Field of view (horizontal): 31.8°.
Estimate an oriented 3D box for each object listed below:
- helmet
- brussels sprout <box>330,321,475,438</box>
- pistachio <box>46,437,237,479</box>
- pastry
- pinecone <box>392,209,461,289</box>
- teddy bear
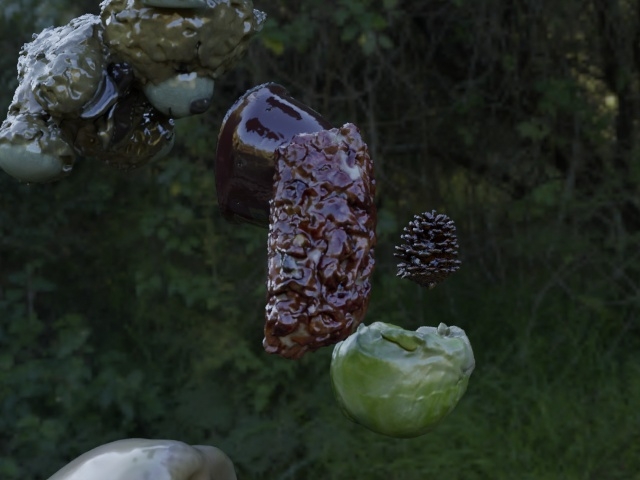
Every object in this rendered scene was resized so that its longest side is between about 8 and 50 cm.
[{"bbox_3d":[-0.027,-0.077,1.149,0.106,0.155,0.175,19,-22,26],"label":"helmet"},{"bbox_3d":[0.103,0.175,1.421,0.183,0.145,0.131,2,2,0],"label":"brussels sprout"},{"bbox_3d":[-0.197,0.265,0.553,0.445,0.281,0.365,-31,-22,-17],"label":"pistachio"},{"bbox_3d":[0.000,-0.001,0.953,0.097,0.208,0.115,1,-29,4],"label":"pastry"},{"bbox_3d":[0.160,0.014,1.618,0.102,0.109,0.102,23,5,-2],"label":"pinecone"},{"bbox_3d":[-0.171,-0.168,1.069,0.256,0.156,0.267,-24,-2,20],"label":"teddy bear"}]
